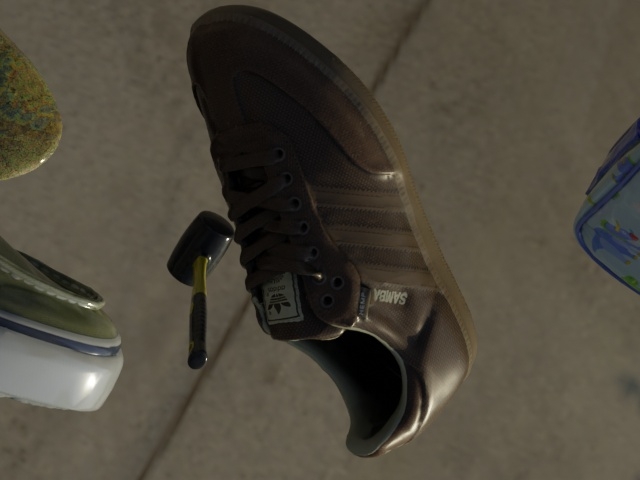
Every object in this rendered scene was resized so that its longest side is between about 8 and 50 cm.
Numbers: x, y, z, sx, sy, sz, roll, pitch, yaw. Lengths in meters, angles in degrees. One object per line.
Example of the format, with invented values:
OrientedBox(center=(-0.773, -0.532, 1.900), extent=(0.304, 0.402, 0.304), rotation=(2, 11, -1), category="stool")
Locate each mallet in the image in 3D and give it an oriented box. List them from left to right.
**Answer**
OrientedBox(center=(-0.103, 0.051, 1.444), extent=(0.039, 0.190, 0.062), rotation=(27, 123, -17), category="mallet")

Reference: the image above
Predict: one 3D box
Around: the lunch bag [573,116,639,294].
OrientedBox(center=(0.261, -0.021, 1.105), extent=(0.090, 0.176, 0.219), rotation=(-59, 179, -22), category="lunch bag")

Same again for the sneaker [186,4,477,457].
OrientedBox(center=(0.000, 0.000, 0.680), extent=(0.188, 0.066, 0.071), rotation=(57, 47, -22), category="sneaker")

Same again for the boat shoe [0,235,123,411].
OrientedBox(center=(-0.209, -0.021, 0.755), extent=(0.302, 0.109, 0.094), rotation=(28, 92, -21), category="boat shoe")

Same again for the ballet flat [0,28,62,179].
OrientedBox(center=(-0.316, -0.169, 1.201), extent=(0.123, 0.348, 0.123), rotation=(-43, 158, -21), category="ballet flat")
